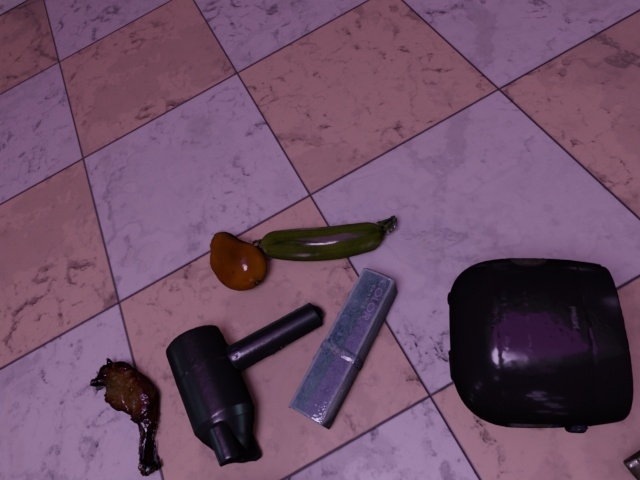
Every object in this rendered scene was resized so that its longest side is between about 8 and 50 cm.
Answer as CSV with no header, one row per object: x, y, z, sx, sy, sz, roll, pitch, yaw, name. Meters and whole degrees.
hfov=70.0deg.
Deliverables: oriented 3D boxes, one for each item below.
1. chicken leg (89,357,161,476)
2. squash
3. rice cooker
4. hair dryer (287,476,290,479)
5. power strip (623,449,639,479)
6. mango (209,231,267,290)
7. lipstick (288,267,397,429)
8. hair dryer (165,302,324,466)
-0.362,0.327,0.886,0.106,0.051,0.253,-42,61,-1,chicken leg
0.001,0.002,0.941,0.318,0.071,0.080,-8,60,11,squash
0.309,0.153,0.680,0.224,0.267,0.267,-6,61,20,rice cooker
-0.054,0.442,0.733,0.063,0.038,0.124,-7,31,11,hair dryer
0.515,0.290,0.646,0.175,0.075,0.042,-32,57,-1,power strip
-0.176,0.046,0.965,0.159,0.084,0.105,35,102,44,mango
0.050,0.188,0.827,0.077,0.076,0.290,22,71,26,lipstick
-0.105,0.239,0.838,0.302,0.116,0.244,-29,62,-9,hair dryer
